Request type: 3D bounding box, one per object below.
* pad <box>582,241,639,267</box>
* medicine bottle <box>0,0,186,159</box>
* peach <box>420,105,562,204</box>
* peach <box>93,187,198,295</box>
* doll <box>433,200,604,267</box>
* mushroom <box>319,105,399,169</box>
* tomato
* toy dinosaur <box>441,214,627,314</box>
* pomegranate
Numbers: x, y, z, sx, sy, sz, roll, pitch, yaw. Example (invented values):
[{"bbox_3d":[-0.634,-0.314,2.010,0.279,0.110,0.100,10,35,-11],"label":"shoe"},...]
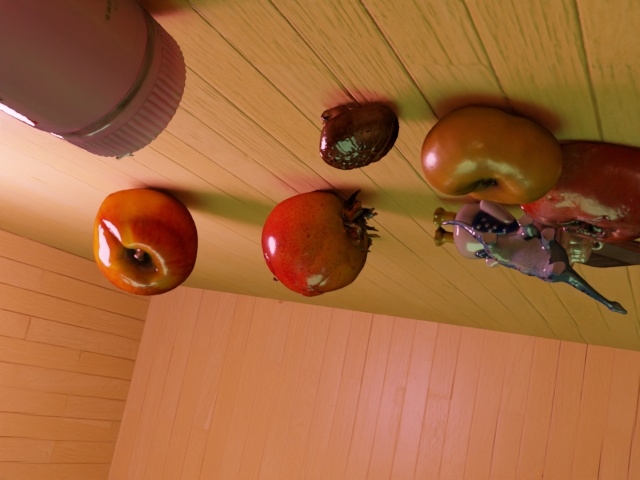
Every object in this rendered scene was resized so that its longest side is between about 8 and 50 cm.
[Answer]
[{"bbox_3d":[0.652,0.074,1.564,0.323,0.055,0.250,33,162,-17],"label":"pad"},{"bbox_3d":[-0.276,-0.207,0.750,0.178,0.178,0.291,6,169,23],"label":"medicine bottle"},{"bbox_3d":[0.214,-0.104,0.977,0.179,0.103,0.179,12,172,2],"label":"peach"},{"bbox_3d":[-0.403,-0.004,1.771,0.238,0.280,0.281,-37,154,10],"label":"peach"},{"bbox_3d":[0.333,-0.009,1.310,0.293,0.138,0.119,7,-151,31],"label":"doll"},{"bbox_3d":[0.048,-0.137,1.020,0.109,0.084,0.126,8,174,13],"label":"mushroom"},{"bbox_3d":[0.389,-0.055,1.074,0.237,0.095,0.237,11,170,2],"label":"tomato"},{"bbox_3d":[0.329,0.017,1.193,0.329,0.076,0.144,27,169,21],"label":"toy dinosaur"},{"bbox_3d":[0.000,0.000,1.465,0.235,0.210,0.210,-29,146,34],"label":"pomegranate"}]
